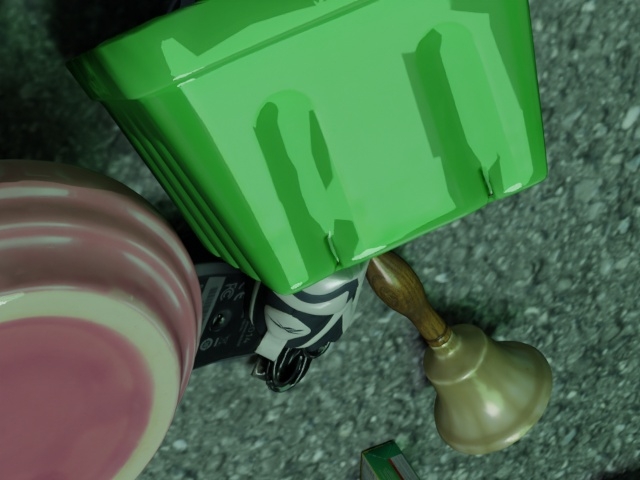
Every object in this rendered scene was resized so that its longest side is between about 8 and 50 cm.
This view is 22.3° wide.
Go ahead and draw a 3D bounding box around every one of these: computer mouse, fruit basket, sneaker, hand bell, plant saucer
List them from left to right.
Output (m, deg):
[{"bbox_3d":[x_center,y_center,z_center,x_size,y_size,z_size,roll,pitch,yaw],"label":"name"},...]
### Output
[{"bbox_3d":[-0.220,0.103,1.047,0.332,0.084,0.332,-20,137,-20],"label":"plant saucer"},{"bbox_3d":[-0.086,0.047,1.323,0.272,0.072,0.188,-4,129,-49],"label":"computer mouse"},{"bbox_3d":[-0.026,-0.183,0.983,0.283,0.392,0.392,-24,138,-9],"label":"fruit basket"},{"bbox_3d":[0.000,0.000,1.255,0.094,0.235,0.153,24,132,-8],"label":"sneaker"},{"bbox_3d":[0.102,0.080,1.473,0.126,0.126,0.242,-39,129,3],"label":"hand bell"}]

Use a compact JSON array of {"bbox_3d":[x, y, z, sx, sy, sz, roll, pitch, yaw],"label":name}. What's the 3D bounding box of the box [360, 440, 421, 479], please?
[{"bbox_3d":[0.078,0.301,1.647,0.043,0.105,0.179,-17,137,-21],"label":"box"}]
